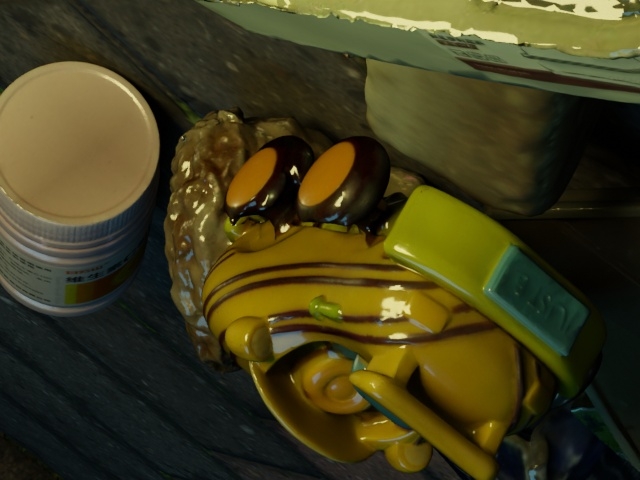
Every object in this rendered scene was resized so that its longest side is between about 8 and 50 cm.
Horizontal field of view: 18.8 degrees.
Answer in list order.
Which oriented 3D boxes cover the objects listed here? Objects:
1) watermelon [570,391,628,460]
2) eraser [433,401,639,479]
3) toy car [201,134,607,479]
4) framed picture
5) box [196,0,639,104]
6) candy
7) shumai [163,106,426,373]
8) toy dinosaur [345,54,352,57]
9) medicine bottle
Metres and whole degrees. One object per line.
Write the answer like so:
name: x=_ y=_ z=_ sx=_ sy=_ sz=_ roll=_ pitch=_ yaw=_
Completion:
watermelon: x=0.243 y=0.110 z=1.263 sx=0.101 sy=0.080 sz=0.155 roll=-23 pitch=128 yaw=25
eraser: x=0.180 y=0.177 z=1.409 sx=0.155 sy=0.101 sz=0.332 roll=31 pitch=166 yaw=40
toy car: x=0.031 y=0.052 z=1.050 sx=0.200 sy=0.142 sz=0.248 roll=38 pitch=164 yaw=-23
framed picture: x=0.220 y=0.061 z=1.096 sx=0.189 sy=0.023 sz=0.260 roll=-1 pitch=138 yaw=36
box: x=0.043 y=-0.165 z=0.624 sx=0.290 sy=0.221 sz=0.166 roll=14 pitch=166 yaw=41
candy: x=0.086 y=-0.101 z=0.889 sx=0.104 sy=0.102 sz=0.234 roll=29 pitch=162 yaw=12
shumai: x=0.000 y=0.000 z=1.255 sx=0.175 sy=0.166 sz=0.206 roll=-1 pitch=164 yaw=12
toy dinosaur: x=0.002 y=-0.130 z=1.066 sx=0.041 sy=0.026 sz=0.113 roll=35 pitch=173 yaw=32
medicine bottle: x=-0.189 y=-0.034 z=1.454 sx=0.133 sy=0.133 sz=0.250 roll=32 pitch=160 yaw=2
